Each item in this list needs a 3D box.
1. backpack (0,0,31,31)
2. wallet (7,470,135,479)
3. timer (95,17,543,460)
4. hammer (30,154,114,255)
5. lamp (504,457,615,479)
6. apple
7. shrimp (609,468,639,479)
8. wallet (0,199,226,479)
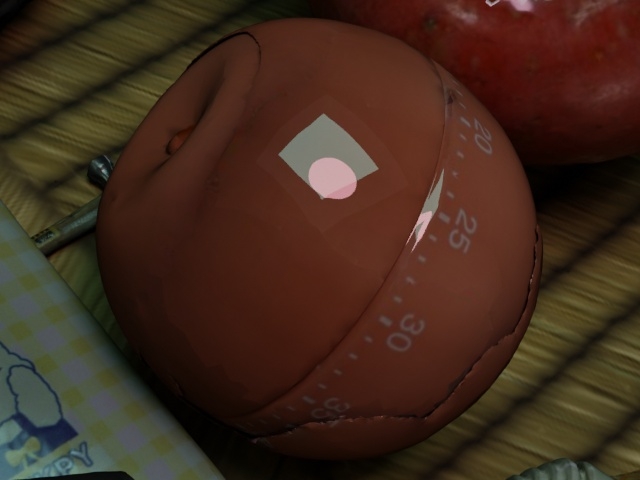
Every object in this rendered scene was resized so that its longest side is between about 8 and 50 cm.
[{"bbox_3d":[-0.259,-0.216,0.998,0.206,0.133,0.258,19,44,12],"label":"backpack"},{"bbox_3d":[-0.266,0.224,0.619,0.405,0.062,0.229,-3,90,-19],"label":"wallet"},{"bbox_3d":[0.000,0.000,0.820,0.215,0.229,0.230,38,46,-22],"label":"timer"},{"bbox_3d":[-0.178,0.012,0.905,0.062,0.017,0.182,42,56,19],"label":"hammer"},{"bbox_3d":[0.166,0.191,0.806,0.193,0.106,0.106,29,50,-5],"label":"lamp"},{"bbox_3d":[0.155,-0.232,0.971,0.363,0.364,0.364,7,51,-9],"label":"apple"},{"bbox_3d":[0.191,0.163,0.879,0.108,0.023,0.059,-8,65,-21],"label":"shrimp"},{"bbox_3d":[-0.194,0.103,0.791,0.223,0.077,0.309,-30,69,-32],"label":"wallet"}]
